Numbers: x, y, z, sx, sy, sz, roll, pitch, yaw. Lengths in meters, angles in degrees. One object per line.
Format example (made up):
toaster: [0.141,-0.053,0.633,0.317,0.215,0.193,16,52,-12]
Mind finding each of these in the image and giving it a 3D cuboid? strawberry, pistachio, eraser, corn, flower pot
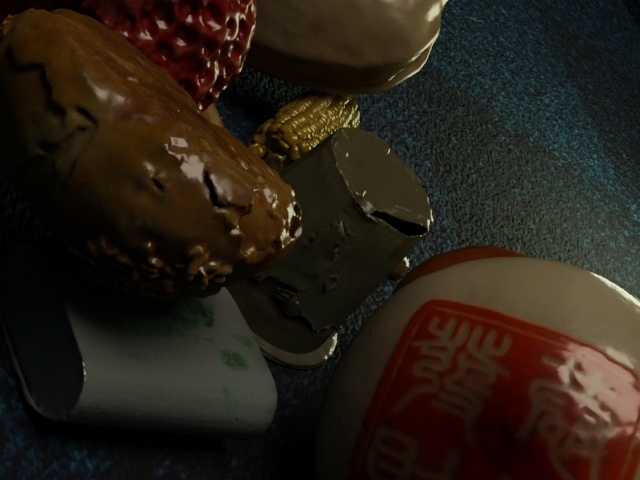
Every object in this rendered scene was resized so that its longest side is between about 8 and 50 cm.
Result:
strawberry: [-0.183,-0.266,1.343,0.292,0.310,0.291,27,38,-23]
pistachio: [-0.027,-0.370,1.750,0.445,0.281,0.365,41,57,15]
eraser: [-0.160,0.091,1.178,0.227,0.081,0.174,14,40,-47]
corn: [-0.012,-0.134,1.684,0.101,0.101,0.292,48,24,-1]
flower pot: [0.000,0.000,1.412,0.212,0.202,0.212,33,34,-27]

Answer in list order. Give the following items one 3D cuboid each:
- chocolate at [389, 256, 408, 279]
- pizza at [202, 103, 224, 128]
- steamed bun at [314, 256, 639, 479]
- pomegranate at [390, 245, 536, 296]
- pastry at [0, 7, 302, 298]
chocolate: [0.075,0.005,1.696,0.101,0.031,0.064,33,26,-24]
pizza: [-0.200,-0.210,1.564,0.181,0.034,0.262,20,41,-43]
steamed bun: [0.171,0.195,1.196,0.374,0.374,0.241,54,2,12]
pomegranate: [0.190,0.137,1.456,0.264,0.264,0.264,36,29,-24]
pastry: [-0.166,-0.060,1.137,0.311,0.162,0.255,41,7,19]
